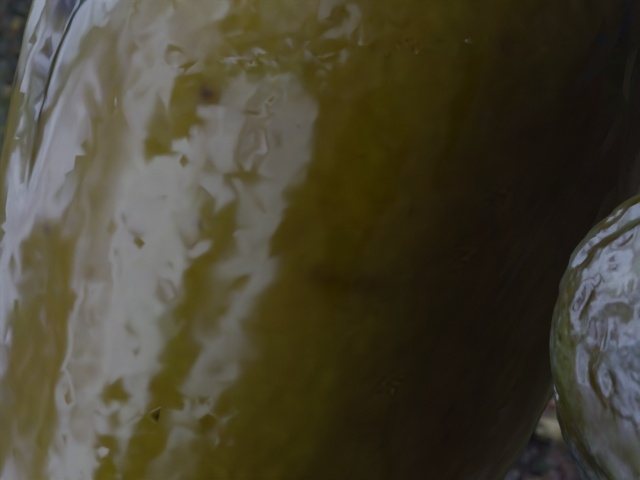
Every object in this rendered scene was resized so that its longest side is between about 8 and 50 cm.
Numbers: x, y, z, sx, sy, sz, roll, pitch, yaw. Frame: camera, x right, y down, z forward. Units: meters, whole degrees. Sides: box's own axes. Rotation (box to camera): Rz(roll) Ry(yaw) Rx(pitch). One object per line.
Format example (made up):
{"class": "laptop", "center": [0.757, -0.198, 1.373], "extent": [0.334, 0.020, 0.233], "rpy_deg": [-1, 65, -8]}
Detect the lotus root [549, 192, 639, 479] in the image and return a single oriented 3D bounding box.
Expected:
{"class": "lotus root", "center": [0.120, 0.064, 0.363], "extent": [0.088, 0.113, 0.192], "rpy_deg": [-37, 58, -1]}

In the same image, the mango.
{"class": "mango", "center": [0.000, 0.000, 0.603], "extent": [0.253, 0.182, 0.365], "rpy_deg": [32, -108, -61]}
